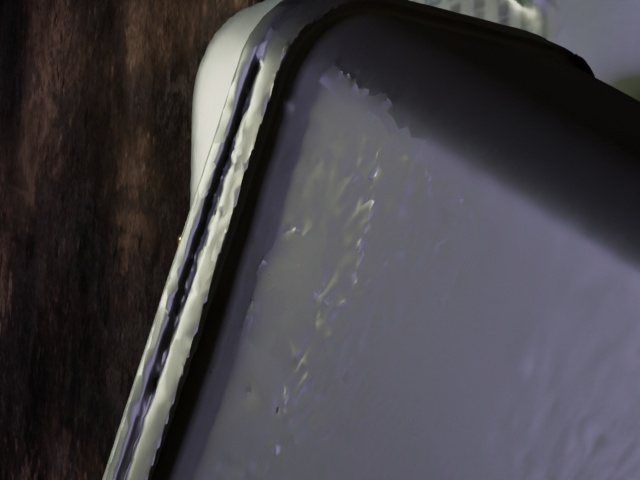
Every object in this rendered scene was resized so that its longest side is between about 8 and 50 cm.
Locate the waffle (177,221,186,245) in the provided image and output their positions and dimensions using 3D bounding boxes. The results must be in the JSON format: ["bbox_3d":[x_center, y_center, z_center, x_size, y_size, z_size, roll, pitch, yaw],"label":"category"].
[{"bbox_3d":[0.000,0.000,0.973,0.192,0.046,0.160,-53,44,32],"label":"waffle"}]

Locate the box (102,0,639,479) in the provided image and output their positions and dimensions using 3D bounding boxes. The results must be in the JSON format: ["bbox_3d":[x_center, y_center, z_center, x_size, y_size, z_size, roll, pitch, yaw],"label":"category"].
[{"bbox_3d":[0.084,0.124,0.743,0.344,0.177,0.352,34,109,47],"label":"box"}]

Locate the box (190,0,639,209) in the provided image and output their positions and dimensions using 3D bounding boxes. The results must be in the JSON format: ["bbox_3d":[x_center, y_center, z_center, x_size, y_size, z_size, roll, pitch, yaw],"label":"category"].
[{"bbox_3d":[0.077,0.037,0.993,0.396,0.111,0.396,-13,73,51],"label":"box"}]
